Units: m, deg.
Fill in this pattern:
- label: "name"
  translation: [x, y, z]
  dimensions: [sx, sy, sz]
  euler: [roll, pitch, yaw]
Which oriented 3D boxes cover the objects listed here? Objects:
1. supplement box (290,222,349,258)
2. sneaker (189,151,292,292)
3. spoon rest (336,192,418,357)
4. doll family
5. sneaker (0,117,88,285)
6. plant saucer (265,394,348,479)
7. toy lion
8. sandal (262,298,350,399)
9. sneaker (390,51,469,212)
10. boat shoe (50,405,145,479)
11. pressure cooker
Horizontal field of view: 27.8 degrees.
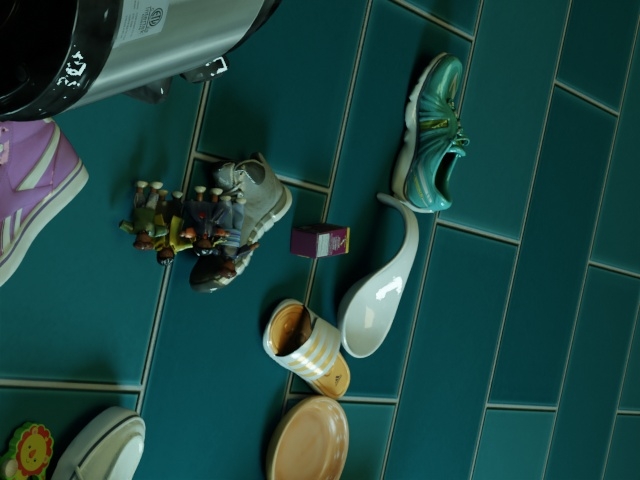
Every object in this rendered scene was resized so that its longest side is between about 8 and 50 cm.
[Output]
- label: "supplement box"
  translation: [0.000, 0.000, 2.017]
  dimensions: [0.083, 0.055, 0.043]
  euler: [-10, 107, -51]
- label: "sneaker"
  translation: [-0.137, -0.041, 1.816]
  dimensions: [0.229, 0.086, 0.132]
  euler: [-55, 130, -38]
- label: "spoon rest"
  translation: [0.099, 0.061, 2.143]
  dimensions: [0.137, 0.084, 0.276]
  euler: [26, 78, -53]
- label: "doll family"
  translation: [-0.174, -0.011, 1.729]
  dimensions: [0.076, 0.193, 0.111]
  euler: [125, -33, -71]
- label: "sneaker"
  translation: [-0.391, -0.052, 1.458]
  dimensions: [0.282, 0.102, 0.161]
  euler: [-60, 138, -39]
- label: "plant saucer"
  translation: [-0.027, 0.346, 2.093]
  dimensions: [0.200, 0.037, 0.200]
  euler: [-18, 113, -50]
- label: "toy lion"
  translation: [-0.371, 0.283, 1.627]
  dimensions: [0.096, 0.034, 0.100]
  euler: [-41, 131, -49]
- label: "sandal"
  translation: [0.003, 0.179, 2.053]
  dimensions: [0.265, 0.076, 0.102]
  euler: [47, 62, -48]
- label: "sneaker"
  translation: [0.207, -0.181, 2.197]
  dimensions: [0.107, 0.110, 0.275]
  euler: [9, 91, -53]
- label: "boat shoe"
  translation: [-0.284, 0.382, 1.631]
  dimensions: [0.367, 0.156, 0.136]
  euler: [-60, 153, -34]
- label: "pressure cooker"
  translation: [-0.227, -0.332, 1.347]
  dimensions: [0.420, 0.370, 0.375]
  euler: [-30, 88, -48]
